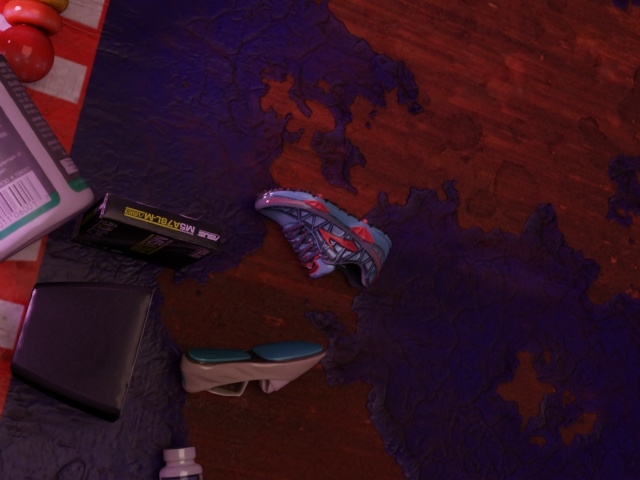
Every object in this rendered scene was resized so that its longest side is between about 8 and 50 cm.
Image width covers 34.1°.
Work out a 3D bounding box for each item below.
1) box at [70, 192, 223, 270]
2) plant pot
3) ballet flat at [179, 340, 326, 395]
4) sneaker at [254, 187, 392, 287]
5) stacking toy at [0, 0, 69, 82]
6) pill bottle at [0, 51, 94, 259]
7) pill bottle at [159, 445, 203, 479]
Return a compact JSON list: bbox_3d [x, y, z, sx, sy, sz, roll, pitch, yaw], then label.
[{"bbox_3d":[-0.265,-0.009,1.579,0.184,0.191,0.045,19,71,-23],"label":"box"},{"bbox_3d":[-0.353,0.152,1.524,0.167,0.188,0.187,16,74,-9],"label":"plant pot"},{"bbox_3d":[-0.110,0.210,1.687,0.249,0.086,0.086,0,81,-24],"label":"ballet flat"},{"bbox_3d":[0.000,0.000,1.755,0.262,0.104,0.125,25,73,-20],"label":"sneaker"},{"bbox_3d":[-0.431,-0.403,1.614,0.141,0.141,0.330,13,83,-23],"label":"stacking toy"},{"bbox_3d":[-0.501,-0.154,1.482,0.204,0.204,0.361,-35,97,-27],"label":"pill bottle"},{"bbox_3d":[-0.213,0.380,1.604,0.067,0.067,0.120,-2,82,-26],"label":"pill bottle"}]
